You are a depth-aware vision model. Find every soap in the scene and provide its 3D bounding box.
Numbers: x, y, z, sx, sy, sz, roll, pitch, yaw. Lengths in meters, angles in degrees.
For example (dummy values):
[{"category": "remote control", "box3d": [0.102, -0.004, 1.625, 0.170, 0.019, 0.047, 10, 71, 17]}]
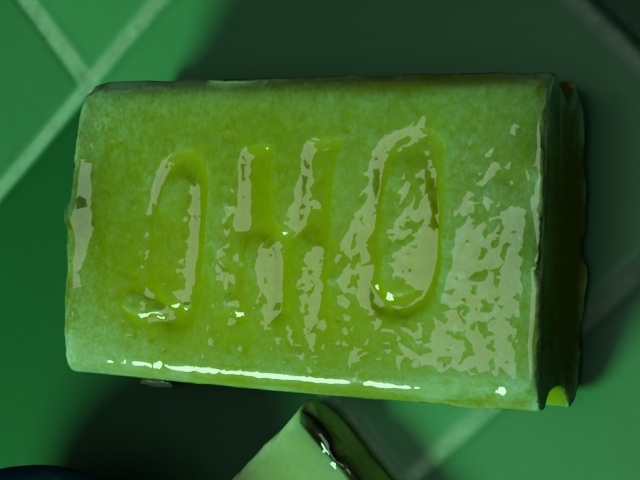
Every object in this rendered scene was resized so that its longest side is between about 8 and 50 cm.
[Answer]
[{"category": "soap", "box3d": [0.000, 0.000, 0.740, 0.274, 0.089, 0.173, 1, 86, 26]}]

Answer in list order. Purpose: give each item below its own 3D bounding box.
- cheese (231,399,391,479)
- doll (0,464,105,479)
[{"category": "cheese", "box3d": [0.093, 0.253, 0.708, 0.400, 0.034, 0.085, 48, 112, 21]}, {"category": "doll", "box3d": [-0.162, 0.255, 0.770, 0.215, 0.161, 0.256, -21, 80, 51]}]
